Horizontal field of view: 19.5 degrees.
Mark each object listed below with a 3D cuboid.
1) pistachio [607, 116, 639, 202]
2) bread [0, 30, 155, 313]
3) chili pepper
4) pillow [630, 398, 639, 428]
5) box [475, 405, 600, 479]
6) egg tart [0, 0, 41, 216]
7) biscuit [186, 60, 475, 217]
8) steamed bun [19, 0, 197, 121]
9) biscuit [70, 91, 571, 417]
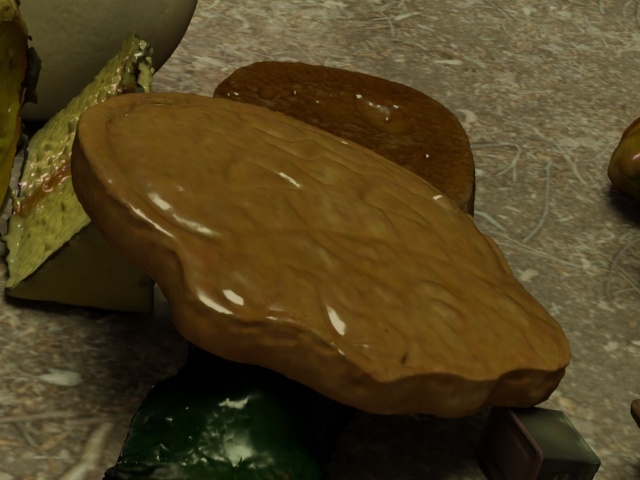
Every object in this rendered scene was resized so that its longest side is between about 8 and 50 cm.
[{"bbox_3d":[0.363,-0.080,1.946,0.110,0.100,0.189,38,21,1],"label":"pistachio"},{"bbox_3d":[-0.191,-0.043,1.622,0.178,0.142,0.266,-27,28,14],"label":"bread"},{"bbox_3d":[-0.042,0.109,1.385,0.148,0.116,0.264,21,29,10],"label":"chili pepper"},{"bbox_3d":[0.387,0.188,1.449,0.223,0.084,0.236,-4,33,-32],"label":"pillow"},{"bbox_3d":[0.167,0.166,1.431,0.063,0.060,0.085,5,26,-24],"label":"box"},{"bbox_3d":[-0.317,-0.093,1.501,0.095,0.279,0.279,15,27,13],"label":"egg tart"},{"bbox_3d":[-0.004,-0.080,1.827,0.314,0.063,0.367,8,28,-3],"label":"biscuit"},{"bbox_3d":[-0.275,-0.272,1.795,0.324,0.324,0.206,12,4,-1],"label":"steamed bun"},{"bbox_3d":[0.001,-0.002,1.447,0.385,0.062,0.365,8,33,-38],"label":"biscuit"}]
